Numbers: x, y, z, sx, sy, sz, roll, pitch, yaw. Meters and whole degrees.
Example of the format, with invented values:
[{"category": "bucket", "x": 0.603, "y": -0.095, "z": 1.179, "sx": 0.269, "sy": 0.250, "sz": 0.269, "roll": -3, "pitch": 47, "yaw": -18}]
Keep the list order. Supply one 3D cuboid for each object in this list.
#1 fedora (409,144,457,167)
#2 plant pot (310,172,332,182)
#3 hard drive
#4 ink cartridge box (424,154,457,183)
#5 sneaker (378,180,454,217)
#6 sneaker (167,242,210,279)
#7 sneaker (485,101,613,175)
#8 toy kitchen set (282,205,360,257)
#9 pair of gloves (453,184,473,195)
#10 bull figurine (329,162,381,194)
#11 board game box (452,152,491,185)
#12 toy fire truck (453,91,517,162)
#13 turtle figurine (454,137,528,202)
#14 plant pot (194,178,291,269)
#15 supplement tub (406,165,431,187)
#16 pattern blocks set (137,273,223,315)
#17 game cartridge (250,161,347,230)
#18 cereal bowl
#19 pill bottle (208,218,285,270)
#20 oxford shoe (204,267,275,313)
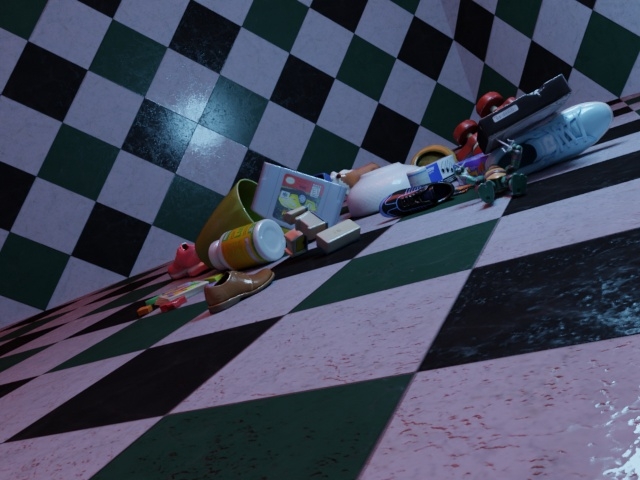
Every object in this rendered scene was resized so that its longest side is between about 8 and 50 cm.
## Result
[{"category": "fedora", "x": 0.465, "y": -0.297, "z": 2.401, "sx": 0.195, "sy": 0.194, "sz": 0.079, "roll": -19, "pitch": -29, "yaw": 14}, {"category": "plant pot", "x": -0.062, "y": -0.150, "z": 2.378, "sx": 0.212, "sy": 0.235, "sz": 0.236, "roll": -16, "pitch": 5, "yaw": -19}, {"category": "hard drive", "x": 0.561, "y": -0.340, "z": 1.661, "sx": 0.237, "sy": 0.064, "sz": 0.339, "roll": -28, "pitch": -6, "yaw": 11}, {"category": "ink cartridge box", "x": 0.431, "y": -0.241, "z": 2.161, "sx": 0.207, "sy": 0.097, "sz": 0.046, "roll": -28, "pitch": 10, "yaw": -42}, {"category": "sneaker", "x": 0.289, "y": -0.129, "z": 1.768, "sx": 0.233, "sy": 0.081, "sz": 0.090, "roll": -19, "pitch": 0, "yaw": -1}, {"category": "sneaker", "x": -0.533, "y": 0.073, "z": 2.368, "sx": 0.116, "sy": 0.136, "sz": 0.314, "roll": -24, "pitch": 8, "yaw": -36}, {"category": "sneaker", "x": 0.640, "y": -0.263, "z": 1.642, "sx": 0.366, "sy": 0.135, "sz": 0.150, "roll": -30, "pitch": 4, "yaw": 21}, {"category": "toy kitchen set", "x": 0.000, "y": 0.000, "z": 1.707, "sx": 0.122, "sy": 0.166, "sz": 0.207, "roll": -25, "pitch": 45, "yaw": -30}, {"category": "pair of gloves", "x": 0.442, "y": -0.157, "z": 1.835, "sx": 0.083, "sy": 0.010, "sz": 0.074, "roll": -30, "pitch": 12, "yaw": -38}, {"category": "bull figurine", "x": 0.164, "y": -0.233, "z": 2.495, "sx": 0.310, "sy": 0.188, "sz": 0.101, "roll": -26, "pitch": 8, "yaw": -38}, {"category": "board game box", "x": 0.646, "y": -0.283, "z": 1.938, "sx": 0.347, "sy": 0.078, "sz": 0.233, "roll": -22, "pitch": 7, "yaw": -13}, {"category": "toy fire truck", "x": 0.652, "y": -0.379, "z": 2.154, "sx": 0.254, "sy": 0.169, "sz": 0.302, "roll": 15, "pitch": -56, "yaw": -42}, {"category": "turtle figurine", "x": 0.444, "y": -0.169, "z": 1.496, "sx": 0.175, "sy": 0.118, "sz": 0.234, "roll": -32, "pitch": 18, "yaw": 18}, {"category": "plant pot", "x": -0.305, "y": -0.026, "z": 2.133, "sx": 0.294, "sy": 0.274, "sz": 0.275, "roll": -36, "pitch": 1, "yaw": 21}, {"category": "supplement tub", "x": 0.341, "y": -0.193, "z": 2.007, "sx": 0.071, "sy": 0.107, "sz": 0.071, "roll": -20, "pitch": 6, "yaw": 2}, {"category": "pattern blocks set", "x": -0.434, "y": 0.163, "z": 1.840, "sx": 0.286, "sy": 0.026, "sz": 0.325, "roll": -26, "pitch": 9, "yaw": -40}, {"category": "game cartridge", "x": -0.075, "y": -0.129, "z": 1.982, "sx": 0.295, "sy": 0.195, "sz": 0.060, "roll": 16, "pitch": 6, "yaw": -4}, {"category": "cereal bowl", "x": 0.254, "y": -0.211, "z": 2.280, "sx": 0.339, "sy": 0.141, "sz": 0.339, "roll": -19, "pitch": 7, "yaw": 3}, {"category": "pill bottle", "x": -0.245, "y": 0.023, "z": 1.914, "sx": 0.246, "sy": 0.136, "sz": 0.136, "roll": -16, "pitch": 8, "yaw": 36}, {"category": "oxford shoe", "x": -0.192, "y": 0.101, "z": 1.423, "sx": 0.076, "sy": 0.076, "sz": 0.212, "roll": -17, "pitch": 6, "yaw": 41}]
